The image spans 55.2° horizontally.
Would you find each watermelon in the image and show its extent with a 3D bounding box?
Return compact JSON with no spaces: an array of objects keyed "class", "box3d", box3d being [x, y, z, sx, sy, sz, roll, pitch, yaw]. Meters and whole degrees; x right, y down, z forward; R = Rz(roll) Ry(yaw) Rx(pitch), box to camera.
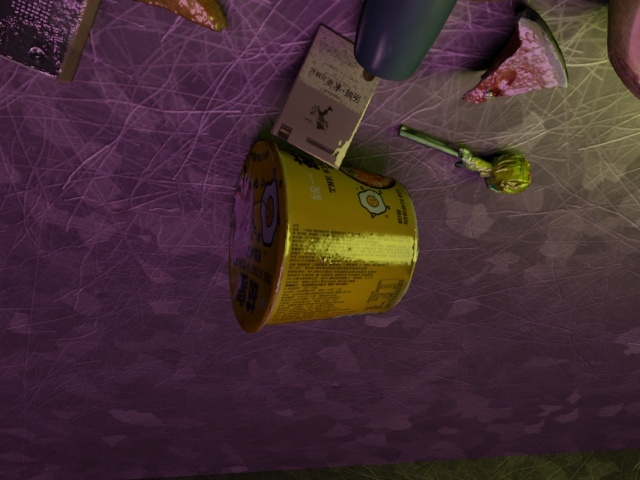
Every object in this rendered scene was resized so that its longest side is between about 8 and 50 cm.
[{"class":"watermelon","box3d":[0.306,-0.262,0.929,0.121,0.098,0.158,26,128,-9]}]

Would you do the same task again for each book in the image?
[{"class":"book","box3d":[0.014,-0.217,0.936,0.127,0.014,0.182,24,92,-27]}]

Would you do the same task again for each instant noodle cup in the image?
[{"class":"instant noodle cup","box3d":[0.000,0.000,1.057,0.254,0.326,0.326,4,138,-21]}]

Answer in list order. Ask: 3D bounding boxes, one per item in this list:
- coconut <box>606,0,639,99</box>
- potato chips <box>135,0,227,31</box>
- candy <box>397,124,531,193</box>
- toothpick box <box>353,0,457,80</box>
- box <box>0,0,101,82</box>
[{"class":"coconut","box3d":[0.499,-0.296,0.761,0.254,0.297,0.297,31,134,5]},{"class":"potato chips","box3d":[-0.325,-0.351,0.816,0.406,0.057,0.080,7,131,-11]},{"class":"candy","box3d":[0.254,-0.146,1.082,0.262,0.073,0.077,19,161,-13]},{"class":"toothpick box","box3d":[0.115,-0.316,0.837,0.120,0.120,0.184,10,140,-13]},{"class":"box","box3d":[-0.370,-0.344,0.750,0.210,0.045,0.270,22,127,-24]}]
